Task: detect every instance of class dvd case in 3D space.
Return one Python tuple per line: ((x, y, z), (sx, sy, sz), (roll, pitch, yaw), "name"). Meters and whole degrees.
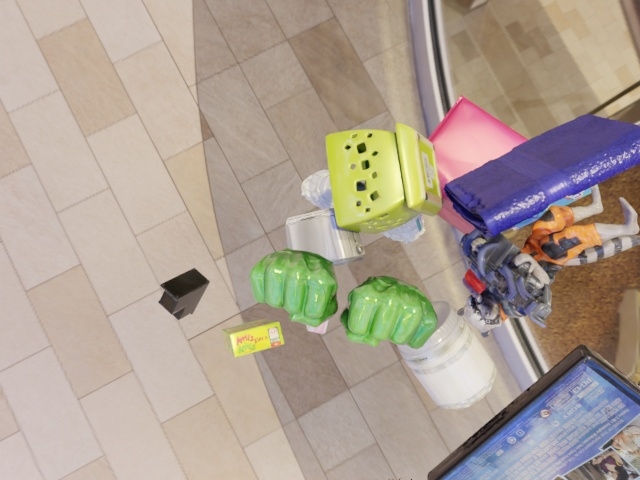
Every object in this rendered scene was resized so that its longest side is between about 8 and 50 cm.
((0.241, 0.217, 0.422), (0.253, 0.022, 0.180), (37, 112, -3), "dvd case")

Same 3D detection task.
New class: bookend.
((-0.445, 0.185, 1.635), (0.072, 0.156, 0.157), (39, 120, 11), "bookend")

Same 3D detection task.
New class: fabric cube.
((0.406, -0.193, 1.457), (0.258, 0.259, 0.254), (38, 88, 9), "fabric cube")

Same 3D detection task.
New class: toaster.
((0.000, 0.000, 1.356), (0.227, 0.129, 0.146), (-12, 87, 31), "toaster")

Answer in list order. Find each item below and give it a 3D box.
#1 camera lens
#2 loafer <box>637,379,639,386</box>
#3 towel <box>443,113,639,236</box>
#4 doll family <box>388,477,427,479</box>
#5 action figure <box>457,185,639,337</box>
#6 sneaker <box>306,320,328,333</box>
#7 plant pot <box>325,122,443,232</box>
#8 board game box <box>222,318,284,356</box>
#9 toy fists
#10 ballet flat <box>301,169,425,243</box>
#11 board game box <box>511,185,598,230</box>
((0.377, 0.348, 1.575), (0.219, 0.219, 0.274), (-37, 103, -7), "camera lens")
((0.895, 0.354, 1.391), (0.076, 0.078, 0.223), (7, 114, 15), "loafer")
((0.395, -0.114, 0.935), (0.308, 0.227, 0.076), (-27, 112, 5), "towel")
((0.151, 0.526, 1.035), (0.263, 0.163, 0.118), (-19, 82, -27), "doll family")
((0.388, 0.058, 0.902), (0.330, 0.341, 0.178), (-42, 107, 19), "action figure")
((-0.009, 0.232, 1.667), (0.070, 0.051, 0.134), (8, 102, -19), "sneaker")
((0.162, -0.147, 1.248), (0.207, 0.227, 0.228), (-10, 82, 27), "plant pot")
((-0.135, 0.186, 1.018), (0.092, 0.181, 0.043), (-12, 87, -16), "board game box")
((0.031, 0.085, 0.766), (0.279, 0.142, 0.096), (18, 93, 6), "toy fists")
((0.119, -0.128, 1.524), (0.409, 0.147, 0.147), (24, 82, 21), "ballet flat")
((0.475, -0.118, 1.172), (0.160, 0.210, 0.047), (30, 46, -27), "board game box")
